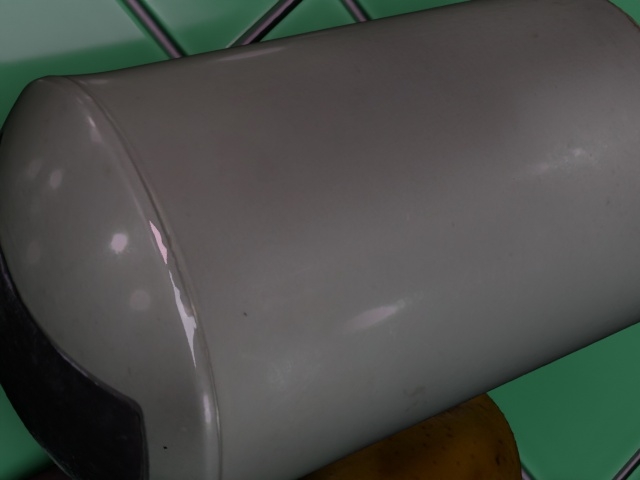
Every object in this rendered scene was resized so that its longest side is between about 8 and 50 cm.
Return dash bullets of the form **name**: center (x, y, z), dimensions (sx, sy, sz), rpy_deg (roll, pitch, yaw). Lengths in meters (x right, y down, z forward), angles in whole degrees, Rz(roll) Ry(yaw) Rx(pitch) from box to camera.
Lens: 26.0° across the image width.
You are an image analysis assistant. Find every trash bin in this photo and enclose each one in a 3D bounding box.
- **trash bin**: center (0.000, 0.000, 0.875), dimensions (0.432, 0.280, 0.280), rpy_deg (-18, 105, -25)

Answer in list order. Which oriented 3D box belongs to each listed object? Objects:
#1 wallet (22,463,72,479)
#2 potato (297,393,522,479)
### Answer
- **wallet**: center (-0.155, 0.232, 0.961), dimensions (0.229, 0.049, 0.182), rpy_deg (-26, 110, -18)
- **potato**: center (0.030, 0.246, 0.965), dimensions (0.195, 0.176, 0.369), rpy_deg (40, 53, 2)
